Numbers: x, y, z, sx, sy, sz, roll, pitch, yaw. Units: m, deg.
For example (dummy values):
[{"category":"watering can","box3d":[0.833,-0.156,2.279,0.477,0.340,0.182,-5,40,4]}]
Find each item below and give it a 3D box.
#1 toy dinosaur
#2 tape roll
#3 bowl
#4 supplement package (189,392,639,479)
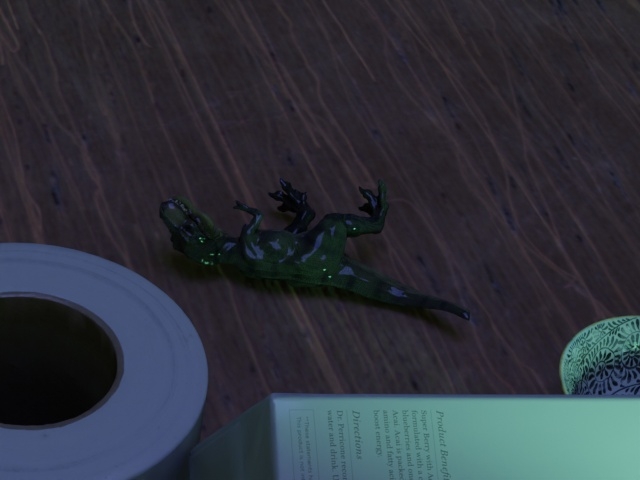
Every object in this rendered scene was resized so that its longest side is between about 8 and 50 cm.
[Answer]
[{"category":"toy dinosaur","box3d":[0.000,0.000,1.579,0.268,0.064,0.118,14,45,1]},{"category":"tape roll","box3d":[-0.204,0.140,1.266,0.246,0.169,0.246,7,39,-6]},{"category":"bowl","box3d":[0.257,0.142,1.443,0.170,0.080,0.170,7,39,-6]},{"category":"supplement package","box3d":[0.085,0.196,1.152,0.293,0.175,0.177,2,72,-20]}]
